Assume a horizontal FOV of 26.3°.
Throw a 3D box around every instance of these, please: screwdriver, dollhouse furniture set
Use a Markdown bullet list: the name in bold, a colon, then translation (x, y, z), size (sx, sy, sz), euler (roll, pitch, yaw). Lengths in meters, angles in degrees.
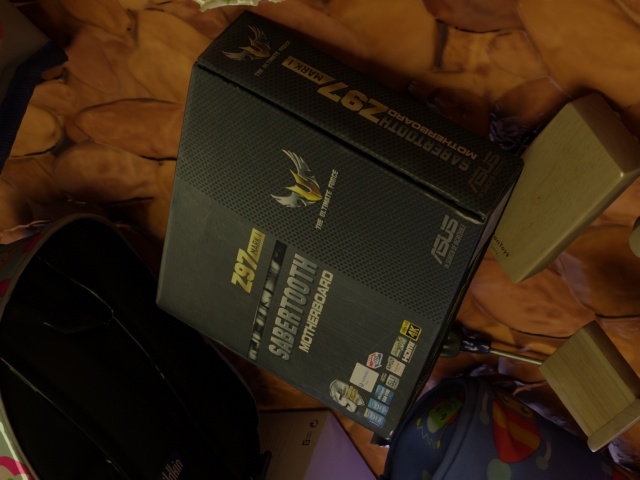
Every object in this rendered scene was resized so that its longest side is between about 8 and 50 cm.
- **screwdriver**: translation (0.126, 0.073, 0.902), size (0.169, 0.025, 0.024), euler (10, 138, 2)
- **dollhouse furniture set**: translation (0.188, 0.005, 0.786), size (0.151, 0.123, 0.144), euler (56, 141, 16)

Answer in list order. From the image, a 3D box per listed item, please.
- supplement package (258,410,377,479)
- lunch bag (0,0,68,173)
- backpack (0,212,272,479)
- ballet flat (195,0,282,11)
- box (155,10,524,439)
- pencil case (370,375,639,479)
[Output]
- **supplement package**: translation (-0.076, 0.252, 1.046), size (0.203, 0.194, 0.149), euler (-7, 131, 31)
- **lunch bag**: translation (-0.399, -0.097, 0.786), size (0.385, 0.239, 0.328), euler (-26, 119, 30)
- **backpack**: translation (-0.174, 0.116, 0.925), size (0.191, 0.225, 0.254), euler (-10, 126, 26)
- **ballet flat**: translation (0.030, -0.151, 0.651), size (0.241, 0.077, 0.091), euler (-8, 130, 30)
- **box**: translation (0.000, 0.000, 0.820), size (0.183, 0.059, 0.233), euler (30, 140, 10)
- **pencil case**: translation (0.175, 0.215, 0.946), size (0.306, 0.119, 0.133), euler (34, 109, -12)
